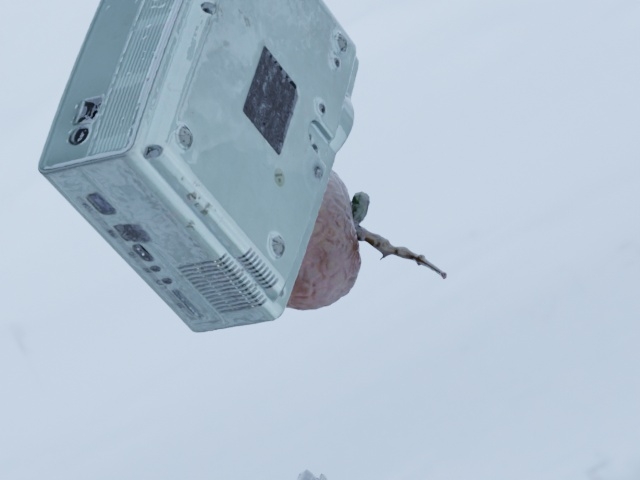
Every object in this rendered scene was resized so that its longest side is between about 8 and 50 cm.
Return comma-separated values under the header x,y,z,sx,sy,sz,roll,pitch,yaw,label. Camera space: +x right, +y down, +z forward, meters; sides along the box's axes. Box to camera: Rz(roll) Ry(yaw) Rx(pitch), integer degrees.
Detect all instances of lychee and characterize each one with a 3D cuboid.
x,y,z,sx,sy,sz,roll,pitch,yaw,label
-0.006,0.002,1.303,0.140,0.114,0.101,13,132,-27,lychee

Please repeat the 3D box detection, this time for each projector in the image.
x,y,z,sx,sy,sz,roll,pitch,yaw,label
-0.041,-0.054,0.757,0.061,0.147,0.115,-8,138,31,projector

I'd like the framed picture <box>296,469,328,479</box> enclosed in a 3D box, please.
x,y,z,sx,sy,sz,roll,pitch,yaw,label
0.059,0.214,0.734,0.014,0.252,0.197,-35,-177,10,framed picture
